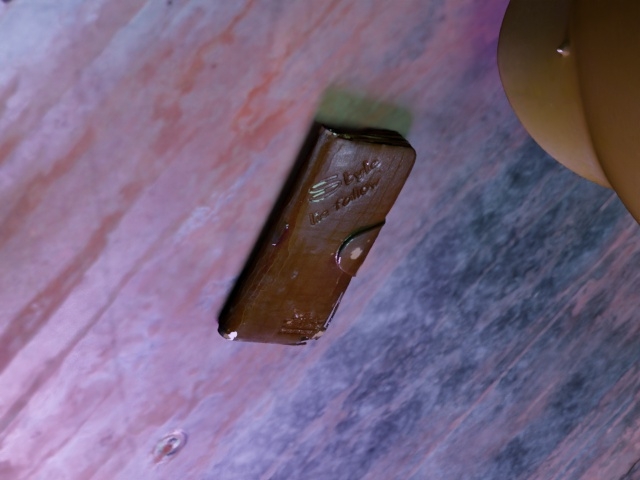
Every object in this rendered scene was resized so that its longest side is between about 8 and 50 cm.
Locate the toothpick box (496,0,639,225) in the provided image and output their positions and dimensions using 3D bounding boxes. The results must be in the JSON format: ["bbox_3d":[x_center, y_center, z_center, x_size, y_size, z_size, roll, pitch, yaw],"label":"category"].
[{"bbox_3d":[0.366,-0.142,1.106,0.409,0.425,0.409,2,86,-35],"label":"toothpick box"}]

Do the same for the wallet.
[{"bbox_3d":[0.000,0.000,1.248,0.095,0.026,0.176,6,121,-42],"label":"wallet"}]
